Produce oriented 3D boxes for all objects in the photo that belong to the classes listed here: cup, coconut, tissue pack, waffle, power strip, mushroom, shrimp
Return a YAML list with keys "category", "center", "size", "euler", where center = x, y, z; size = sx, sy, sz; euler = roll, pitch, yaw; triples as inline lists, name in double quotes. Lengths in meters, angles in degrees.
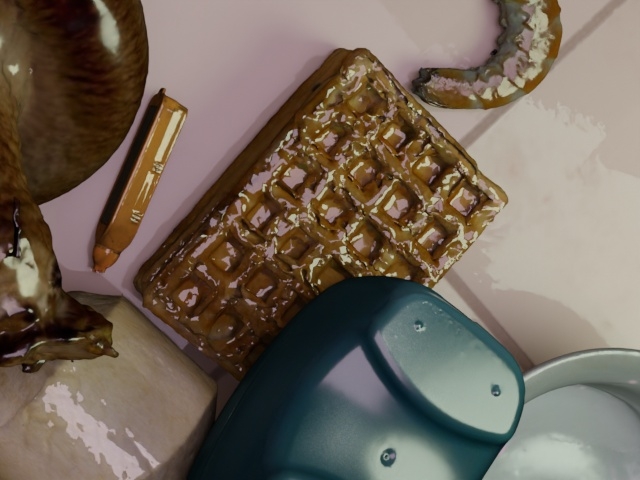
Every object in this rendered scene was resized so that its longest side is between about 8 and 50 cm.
- category: "cup"
  center: [0.237, 0.262, 1.366]
  size: [0.347, 0.163, 0.347]
  euler: [-1, 95, -15]
- category: "coconut"
  center: [-0.188, 0.162, 1.229]
  size: [0.202, 0.202, 0.222]
  euler: [-46, 99, -7]
- category: "tissue pack"
  center: [0.015, 0.177, 1.177]
  size: [0.198, 0.206, 0.287]
  euler: [39, 67, -19]
- category: "waffle"
  center: [0.000, 0.000, 1.319]
  size: [0.213, 0.091, 0.308]
  euler: [44, 84, -14]
- category: "power strip"
  center: [-0.167, -0.052, 1.292]
  size: [0.028, 0.049, 0.178]
  euler: [24, 88, -22]
- category: "mushroom"
  center: [-0.310, -0.108, 1.112]
  size: [0.331, 0.356, 0.334]
  euler: [3, 129, 0]
- category: "shrimp"
  center: [0.150, -0.205, 1.365]
  size: [0.166, 0.049, 0.161]
  euler: [-23, 106, -9]
